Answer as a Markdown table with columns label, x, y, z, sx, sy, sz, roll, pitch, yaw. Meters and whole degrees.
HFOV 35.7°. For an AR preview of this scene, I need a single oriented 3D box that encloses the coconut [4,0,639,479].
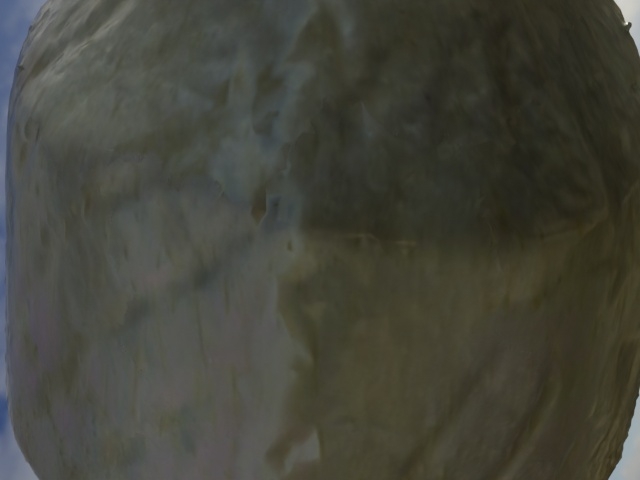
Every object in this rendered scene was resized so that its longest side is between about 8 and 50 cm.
| label | x | y | z | sx | sy | sz | roll | pitch | yaw |
| --- | --- | --- | --- | --- | --- | --- | --- | --- | --- |
| coconut | 0.000 | 0.000 | 0.572 | 0.415 | 0.344 | 0.416 | -177 | 90 | -84 |
